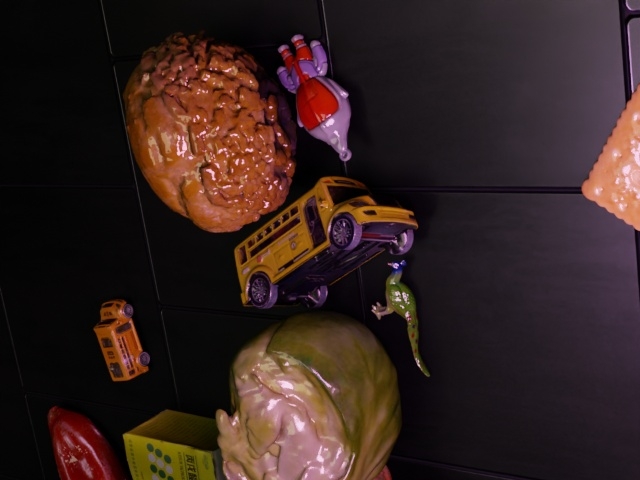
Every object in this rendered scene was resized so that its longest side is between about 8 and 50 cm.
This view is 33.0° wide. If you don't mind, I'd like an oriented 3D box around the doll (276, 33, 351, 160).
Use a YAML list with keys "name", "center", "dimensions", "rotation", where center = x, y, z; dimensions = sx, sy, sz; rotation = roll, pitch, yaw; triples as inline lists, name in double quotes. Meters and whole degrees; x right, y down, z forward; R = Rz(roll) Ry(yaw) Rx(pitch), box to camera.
- name: "doll"
  center: [-0.004, -0.230, 1.766]
  dimensions: [0.102, 0.075, 0.227]
  rotation: [-35, 76, 29]

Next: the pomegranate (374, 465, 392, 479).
- name: "pomegranate"
  center: [0.098, 0.504, 1.889]
  dimensions: [0.276, 0.204, 0.222]
  rotation: [50, 130, 10]

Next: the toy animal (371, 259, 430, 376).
- name: "toy animal"
  center: [0.131, 0.135, 1.830]
  dimensions: [0.075, 0.041, 0.217]
  rotation: [-5, 108, 25]

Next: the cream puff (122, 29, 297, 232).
- name: "cream puff"
  center: [-0.164, -0.188, 1.779]
  dimensions: [0.231, 0.343, 0.327]
  rotation: [-19, 137, 17]

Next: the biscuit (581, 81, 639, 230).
- name: "biscuit"
  center: [0.476, -0.126, 1.488]
  dimensions: [0.160, 0.030, 0.250]
  rotation: [36, 125, 20]

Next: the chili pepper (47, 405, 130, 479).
- name: "chili pepper"
  center: [-0.532, 0.474, 2.402]
  dimensions: [0.253, 0.136, 0.144]
  rotation: [60, 156, 11]

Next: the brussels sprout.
- name: "brussels sprout"
  center: [-0.013, 0.303, 1.831]
  dimensions: [0.275, 0.315, 0.371]
  rotation: [4, 94, 24]

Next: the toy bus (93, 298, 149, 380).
- name: "toy bus"
  center: [-0.417, 0.206, 2.231]
  dimensions: [0.069, 0.074, 0.162]
  rotation: [-9, 103, 39]

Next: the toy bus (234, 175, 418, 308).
- name: "toy bus"
  center: [0.000, 0.000, 1.802]
  dimensions: [0.331, 0.145, 0.151]
  rotation: [-35, 62, 39]

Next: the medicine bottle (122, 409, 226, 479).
- name: "medicine bottle"
  center: [-0.255, 0.440, 2.165]
  dimensions: [0.250, 0.141, 0.137]
  rotation: [4, 106, 35]
